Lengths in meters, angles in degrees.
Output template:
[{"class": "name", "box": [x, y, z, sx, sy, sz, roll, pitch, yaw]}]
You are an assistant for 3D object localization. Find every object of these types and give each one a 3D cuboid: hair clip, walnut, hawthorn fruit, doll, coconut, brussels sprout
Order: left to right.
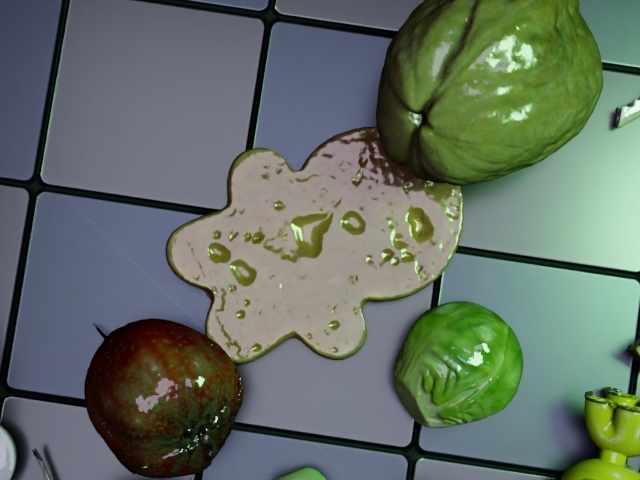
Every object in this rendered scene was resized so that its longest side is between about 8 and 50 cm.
[{"class": "hawthorn fruit", "box": [-0.192, 0.158, 1.541, 0.181, 0.181, 0.235, -41, 51, -3]}, {"class": "coconut", "box": [-0.028, 0.312, 1.569, 0.083, 0.081, 0.082, -26, 86, 42]}, {"class": "brussels sprout", "box": [0.159, 0.144, 1.564, 0.155, 0.117, 0.155, 1, 82, -10]}, {"class": "walnut", "box": [0.189, -0.185, 1.515, 0.227, 0.283, 0.283, 40, 86, 17]}, {"class": "doll", "box": [0.335, 0.286, 1.562, 0.142, 0.135, 0.221, 9, 91, 32]}, {"class": "hair clip", "box": [0.439, -0.219, 1.635, 0.072, 0.034, 0.226, 33, 87, 1]}]

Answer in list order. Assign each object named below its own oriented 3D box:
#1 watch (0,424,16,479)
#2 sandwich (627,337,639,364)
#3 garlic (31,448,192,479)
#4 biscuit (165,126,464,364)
[{"class": "watch", "box": [-0.470, 0.198, 1.505, 0.210, 0.217, 0.249, -10, 85, -1]}, {"class": "sandwich", "box": [0.389, 0.134, 1.606, 0.031, 0.044, 0.083, -43, 130, 1]}, {"class": "garlic", "box": [-0.221, 0.332, 1.547, 0.207, 0.207, 0.257, -29, 56, -2]}, {"class": "biscuit", "box": [0.000, 0.000, 1.606, 0.354, 0.052, 0.275, -30, 87, -4]}]
